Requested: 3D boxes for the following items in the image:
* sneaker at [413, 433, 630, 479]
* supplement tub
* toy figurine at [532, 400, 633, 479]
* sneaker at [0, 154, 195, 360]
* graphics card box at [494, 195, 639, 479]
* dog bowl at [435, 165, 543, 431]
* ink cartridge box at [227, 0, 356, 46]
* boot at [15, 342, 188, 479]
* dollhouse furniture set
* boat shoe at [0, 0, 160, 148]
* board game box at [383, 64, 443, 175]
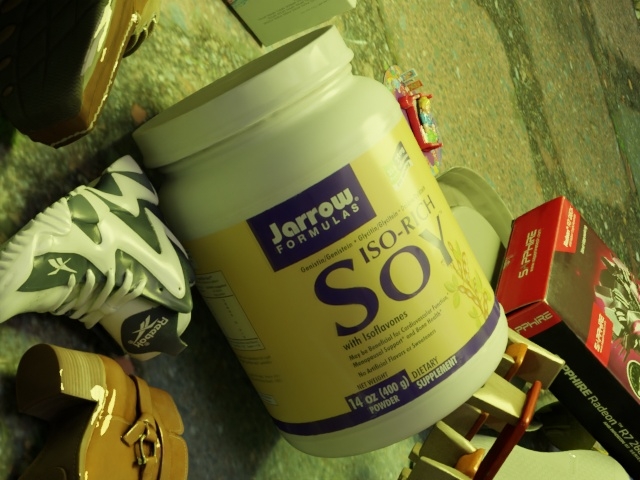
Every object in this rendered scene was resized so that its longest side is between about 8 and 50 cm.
[{"bbox_3d":[0.225,0.324,1.368,0.295,0.147,0.105,10,38,-25],"label":"sneaker"},{"bbox_3d":[0.000,0.000,1.015,0.331,0.241,0.241,61,30,-14],"label":"supplement tub"},{"bbox_3d":[0.467,0.379,1.682,0.362,0.191,0.217,32,52,-48],"label":"toy figurine"},{"bbox_3d":[-0.165,0.041,0.849,0.153,0.094,0.235,53,21,-8],"label":"sneaker"},{"bbox_3d":[0.380,0.145,1.462,0.371,0.094,0.233,47,36,-16],"label":"graphics card box"},{"bbox_3d":[0.185,0.084,1.441,0.348,0.102,0.349,38,42,-45],"label":"dog bowl"},{"bbox_3d":[-0.052,-0.332,1.247,0.176,0.127,0.128,47,36,-36],"label":"ink cartridge box"},{"bbox_3d":[-0.154,0.179,0.822,0.152,0.072,0.197,35,47,-53],"label":"boot"},{"bbox_3d":[0.144,0.245,1.084,0.135,0.259,0.262,30,31,7],"label":"dollhouse furniture set"},{"bbox_3d":[-0.185,-0.213,0.953,0.120,0.122,0.324,43,40,-46],"label":"boat shoe"},{"bbox_3d":[0.146,-0.174,1.598,0.169,0.033,0.133,49,35,-34],"label":"board game box"}]
